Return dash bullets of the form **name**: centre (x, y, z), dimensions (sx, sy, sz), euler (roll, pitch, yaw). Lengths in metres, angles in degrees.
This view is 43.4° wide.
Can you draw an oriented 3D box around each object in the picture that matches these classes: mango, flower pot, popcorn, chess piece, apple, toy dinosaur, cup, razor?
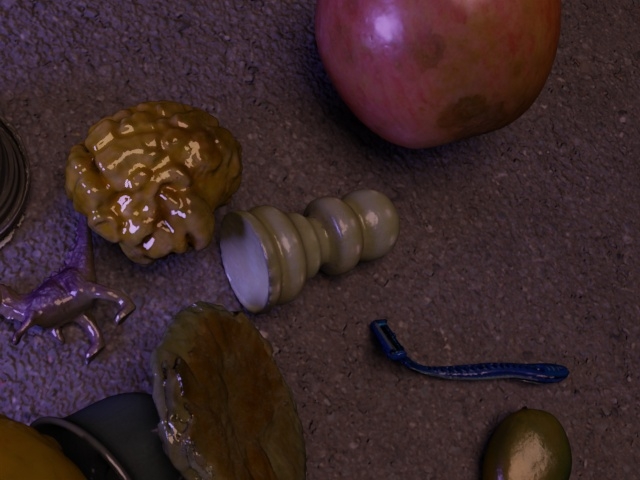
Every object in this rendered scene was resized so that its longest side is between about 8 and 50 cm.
- **mango**: centre (0.292, 0.331, 1.143), dimensions (0.122, 0.085, 0.191), euler (27, 64, -12)
- **flower pot**: centre (-0.474, -0.095, 0.987), dimensions (0.235, 0.140, 0.236), euler (7, 70, -20)
- **popcorn**: centre (-0.204, -0.072, 1.037), dimensions (0.226, 0.200, 0.203), euler (17, 37, -53)
- **chess piece**: centre (0.000, 0.000, 1.135), dimensions (0.251, 0.144, 0.144), euler (-17, 78, -30)
- **apple**: centre (0.179, -0.312, 1.180), dimensions (0.363, 0.364, 0.364), euler (6, 70, -18)
- **toy dinosaur**: centre (-0.323, 0.044, 1.034), dimensions (0.199, 0.072, 0.251), euler (40, 72, 6)
- **cup**: centre (-0.225, 0.254, 0.952), dimensions (0.199, 0.199, 0.150), euler (51, 43, 2)
- **razor**: centre (0.226, 0.185, 1.192), dimensions (0.324, 0.093, 0.056), euler (13, 109, -19)

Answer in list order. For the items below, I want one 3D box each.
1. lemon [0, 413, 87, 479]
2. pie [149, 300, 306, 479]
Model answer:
- **lemon**: centre (-0.365, 0.339, 0.778), dimensions (0.347, 0.348, 0.348), euler (6, 70, -18)
- **pie**: centre (-0.108, 0.215, 0.974), dimensions (0.306, 0.071, 0.306), euler (49, 23, -28)
